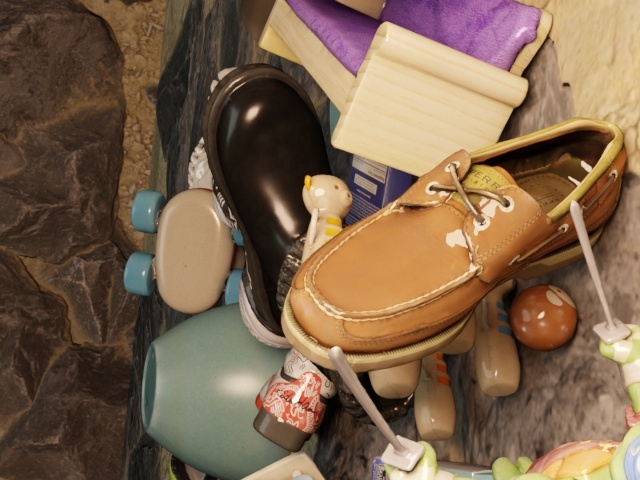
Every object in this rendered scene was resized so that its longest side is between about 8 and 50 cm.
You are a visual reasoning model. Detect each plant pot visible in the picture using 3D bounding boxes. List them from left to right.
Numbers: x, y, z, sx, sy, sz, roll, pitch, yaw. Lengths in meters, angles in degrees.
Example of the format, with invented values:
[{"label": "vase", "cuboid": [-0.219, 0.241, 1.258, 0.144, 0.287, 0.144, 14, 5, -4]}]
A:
[{"label": "plant pot", "cuboid": [-0.166, 0.228, 1.719, 0.290, 0.195, 0.290, -174, 90, -72]}]

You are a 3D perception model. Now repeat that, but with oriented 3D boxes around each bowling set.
[{"label": "bowling set", "cuboid": [0.121, 0.047, 0.963, 0.287, 0.199, 0.154, 49, -146, -50]}]

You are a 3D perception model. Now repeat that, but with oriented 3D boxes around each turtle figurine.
[{"label": "turtle figurine", "cuboid": [0.137, 0.128, 0.779, 0.198, 0.274, 0.266, -55, -4, -31]}]

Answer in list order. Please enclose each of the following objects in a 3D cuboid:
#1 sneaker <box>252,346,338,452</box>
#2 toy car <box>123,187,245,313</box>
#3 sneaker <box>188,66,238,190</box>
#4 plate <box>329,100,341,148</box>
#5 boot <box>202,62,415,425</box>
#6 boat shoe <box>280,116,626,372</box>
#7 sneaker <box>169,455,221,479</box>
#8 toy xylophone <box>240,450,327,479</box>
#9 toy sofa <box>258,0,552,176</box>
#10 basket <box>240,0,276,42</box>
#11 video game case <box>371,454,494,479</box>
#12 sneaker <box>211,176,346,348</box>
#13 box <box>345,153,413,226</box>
[{"label": "sneaker", "cuboid": [-0.016, 0.180, 1.453, 0.145, 0.090, 0.270, -58, -1, 0]}, {"label": "toy car", "cuboid": [-0.192, 0.012, 1.952, 0.238, 0.219, 0.210, -18, -64, -78]}, {"label": "sneaker", "cuboid": [-0.160, -0.152, 1.983, 0.118, 0.110, 0.292, -133, 49, -56]}, {"label": "plate", "cuboid": [0.042, -0.209, 1.438, 0.188, 0.024, 0.188, -173, 90, -81]}, {"label": "boot", "cuboid": [0.004, -0.001, 1.178, 0.260, 0.131, 0.348, 40, 150, 58]}, {"label": "boat shoe", "cuboid": [0.098, -0.015, 0.780, 0.110, 0.307, 0.104, 42, 137, 24]}, {"label": "sneaker", "cuboid": [-0.205, 0.493, 1.958, 0.300, 0.111, 0.121, -105, 15, -61]}, {"label": "toy xylophone", "cuboid": [-0.049, 0.417, 1.307, 0.081, 0.236, 0.323, 51, -173, -38]}, {"label": "toy sofa", "cuboid": [0.066, -0.204, 1.110, 0.177, 0.150, 0.362, -65, 23, 17]}, {"label": "basket", "cuboid": [-0.027, -0.374, 1.536, 0.227, 0.154, 0.204, 116, 155, -58]}, {"label": "video game case", "cuboid": [0.108, 0.339, 1.027, 0.244, 0.061, 0.270, 158, 116, -70]}, {"label": "sneaker", "cuboid": [-0.051, -0.054, 1.542, 0.210, 0.137, 0.366, 117, 148, -49]}, {"label": "box", "cuboid": [0.067, -0.066, 1.315, 0.136, 0.036, 0.225, -139, 58, -69]}]
